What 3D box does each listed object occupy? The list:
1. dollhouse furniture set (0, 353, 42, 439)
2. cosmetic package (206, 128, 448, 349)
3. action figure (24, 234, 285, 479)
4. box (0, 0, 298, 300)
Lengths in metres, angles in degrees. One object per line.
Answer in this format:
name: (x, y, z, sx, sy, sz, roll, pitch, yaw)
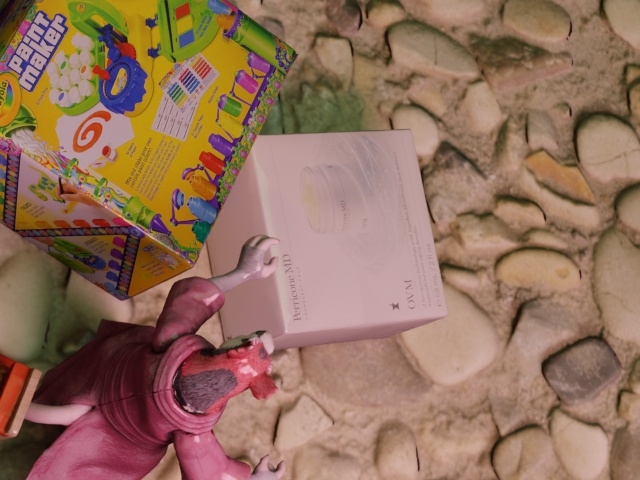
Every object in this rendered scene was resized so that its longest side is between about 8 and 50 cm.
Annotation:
dollhouse furniture set: (-0.405, 0.102, 1.649, 0.259, 0.135, 0.262, 31, 63, -26)
cosmetic package: (0.000, 0.000, 2.003, 0.225, 0.138, 0.224, -5, 79, -32)
action figure: (-0.171, 0.137, 1.710, 0.276, 0.370, 0.248, -3, 78, -33)
box: (-0.224, -0.142, 1.875, 0.279, 0.177, 0.290, 36, 61, -19)
